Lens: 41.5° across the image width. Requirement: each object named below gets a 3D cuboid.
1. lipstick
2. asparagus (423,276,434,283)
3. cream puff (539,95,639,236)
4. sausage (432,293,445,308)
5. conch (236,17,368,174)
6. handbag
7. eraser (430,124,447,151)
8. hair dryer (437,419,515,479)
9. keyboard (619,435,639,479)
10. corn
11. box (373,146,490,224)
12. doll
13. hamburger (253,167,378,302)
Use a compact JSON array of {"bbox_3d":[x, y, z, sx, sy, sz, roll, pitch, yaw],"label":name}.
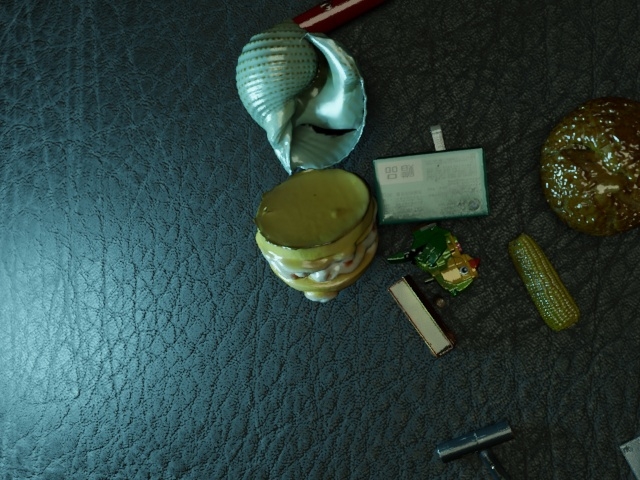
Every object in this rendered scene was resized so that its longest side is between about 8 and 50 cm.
[{"bbox_3d":[0.031,-0.524,1.949,0.280,0.073,0.073,-27,84,8],"label":"lipstick"},{"bbox_3d":[0.295,0.073,1.915,0.127,0.018,0.015,-20,46,7],"label":"asparagus"},{"bbox_3d":[0.606,-0.153,1.764,0.303,0.212,0.303,1,94,12],"label":"cream puff"},{"bbox_3d":[0.263,0.135,1.871,0.026,0.116,0.026,0,90,4],"label":"sausage"},{"bbox_3d":[-0.029,-0.330,1.889,0.303,0.215,0.319,0,121,16],"label":"conch"},{"bbox_3d":[0.228,0.166,1.871,0.063,0.127,0.190,-36,83,10],"label":"handbag"},{"bbox_3d":[0.272,-0.214,1.923,0.027,0.019,0.099,-15,90,11],"label":"eraser"},{"bbox_3d":[0.372,0.517,1.883,0.173,0.050,0.195,-21,89,12],"label":"hair dryer"},{"bbox_3d":[0.714,0.513,1.831,0.055,0.014,0.176,-29,84,8],"label":"keyboard"},{"bbox_3d":[0.484,0.091,1.849,0.080,0.080,0.231,-31,84,9],"label":"corn"},{"bbox_3d":[0.246,-0.121,1.880,0.245,0.092,0.153,-4,97,10],"label":"box"},{"bbox_3d":[0.260,0.045,1.869,0.186,0.106,0.134,36,82,19],"label":"doll"},{"bbox_3d":[0.000,0.000,1.861,0.276,0.237,0.276,-7,46,7],"label":"hamburger"}]
